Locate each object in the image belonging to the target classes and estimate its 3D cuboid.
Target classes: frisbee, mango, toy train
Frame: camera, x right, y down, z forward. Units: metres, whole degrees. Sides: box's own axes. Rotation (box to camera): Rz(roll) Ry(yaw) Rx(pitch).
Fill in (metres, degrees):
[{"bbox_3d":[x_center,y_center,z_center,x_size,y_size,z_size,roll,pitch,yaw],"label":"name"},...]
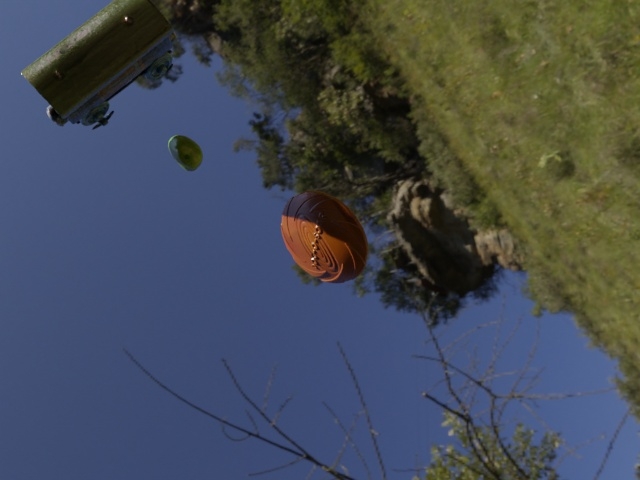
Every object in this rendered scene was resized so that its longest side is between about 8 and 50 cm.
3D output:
[{"bbox_3d":[0.000,0.000,1.252,0.035,0.192,0.192,-39,-76,-46],"label":"frisbee"},{"bbox_3d":[-0.282,-0.183,1.397,0.056,0.108,0.073,-42,-59,-14],"label":"mango"},{"bbox_3d":[-0.413,-0.340,1.300,0.300,0.202,0.131,-42,-91,-8],"label":"toy train"}]
